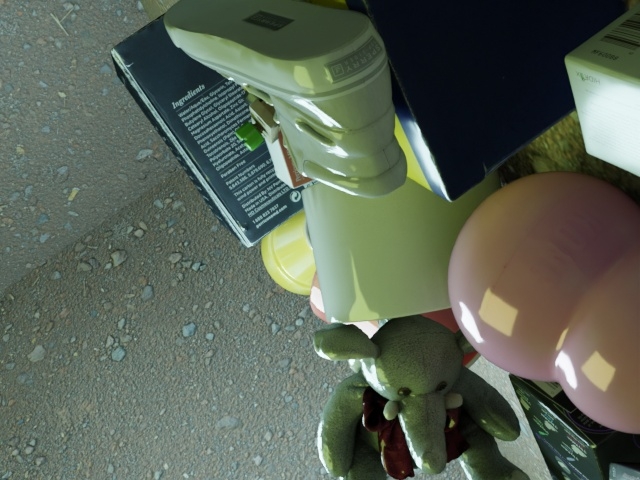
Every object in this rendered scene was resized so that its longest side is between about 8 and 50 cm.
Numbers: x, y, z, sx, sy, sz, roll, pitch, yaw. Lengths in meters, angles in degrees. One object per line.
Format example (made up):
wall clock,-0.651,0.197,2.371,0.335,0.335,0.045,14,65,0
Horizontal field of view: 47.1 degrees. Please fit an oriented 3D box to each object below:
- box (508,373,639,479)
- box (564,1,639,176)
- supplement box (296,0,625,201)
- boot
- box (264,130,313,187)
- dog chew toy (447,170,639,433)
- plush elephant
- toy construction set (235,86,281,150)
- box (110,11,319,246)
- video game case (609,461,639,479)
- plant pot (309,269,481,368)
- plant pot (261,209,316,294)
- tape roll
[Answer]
box,0.362,0.229,0.885,0.143,0.165,0.270,44,166,53
box,0.234,-0.098,0.468,0.102,0.101,0.087,45,168,51
supplement box,0.062,-0.214,0.656,0.195,0.194,0.356,60,171,-33
boot,-0.032,-0.114,0.552,0.258,0.095,0.123,42,158,51
box,0.000,-0.180,1.182,0.091,0.171,0.130,40,151,62
dog chew toy,0.276,0.075,0.659,0.332,0.207,0.206,38,164,38
plush elephant,0.120,0.201,0.919,0.255,0.272,0.329,78,-177,-68
toy construction set,0.031,-0.153,0.948,0.257,0.237,0.309,58,171,-27
box,-0.216,-0.280,1.669,0.471,0.297,0.480,55,173,-15
video game case,0.404,0.226,0.632,0.274,0.196,0.026,115,159,-82
plant pot,0.162,0.084,1.202,0.243,0.275,0.275,37,164,30
plant pot,0.000,0.000,1.879,0.254,0.254,0.239,55,157,-2
tape roll,0.110,-0.003,0.908,0.246,0.246,0.169,162,98,-82
